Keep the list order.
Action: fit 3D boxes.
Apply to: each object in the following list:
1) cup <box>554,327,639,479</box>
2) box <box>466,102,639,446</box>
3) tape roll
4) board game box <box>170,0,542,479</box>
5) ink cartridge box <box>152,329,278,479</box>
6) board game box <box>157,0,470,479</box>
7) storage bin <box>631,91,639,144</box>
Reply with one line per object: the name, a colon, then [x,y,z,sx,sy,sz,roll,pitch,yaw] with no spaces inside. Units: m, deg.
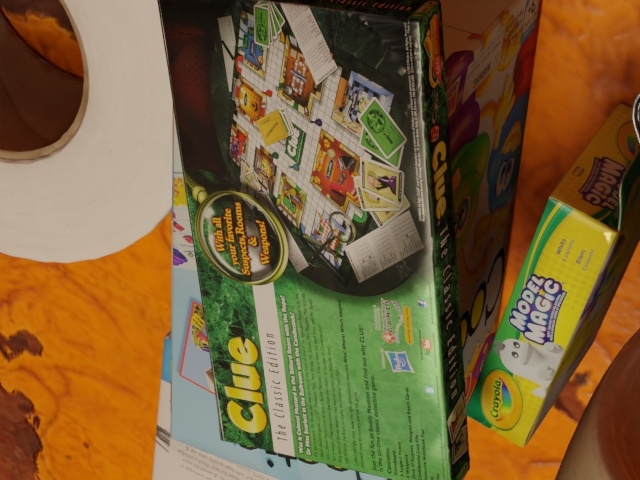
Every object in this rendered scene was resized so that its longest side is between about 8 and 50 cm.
cup: [0.225,0.147,0.806,0.331,0.331,0.237,3,134,31]
box: [0.133,0.011,0.957,0.043,0.105,0.179,29,131,12]
tape roll: [-0.167,-0.133,1.057,0.286,0.100,0.286,17,128,23]
board game box: [0.015,-0.014,0.990,0.144,0.142,0.275,19,128,20]
ink cartridge box: [-0.047,0.133,1.186,0.104,0.060,0.180,23,129,18]
board game box: [0.000,0.000,0.893,0.136,0.030,0.260,9,124,23]
storage bin: [0.250,-0.046,0.857,0.180,0.084,0.122,-5,117,36]
